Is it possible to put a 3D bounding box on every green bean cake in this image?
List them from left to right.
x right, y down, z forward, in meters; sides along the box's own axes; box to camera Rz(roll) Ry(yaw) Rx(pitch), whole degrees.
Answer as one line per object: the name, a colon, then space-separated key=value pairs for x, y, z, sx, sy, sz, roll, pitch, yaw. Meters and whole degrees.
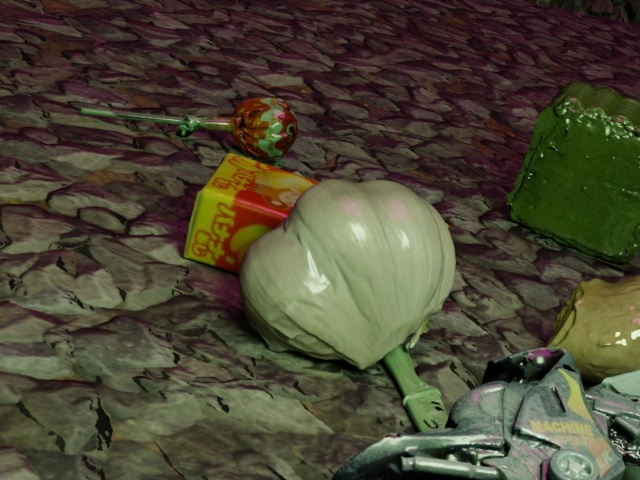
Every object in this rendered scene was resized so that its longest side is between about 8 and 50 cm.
green bean cake: x=0.374 y=-0.090 z=1.840 sx=0.200 sy=0.214 sz=0.113 roll=24 pitch=28 yaw=16

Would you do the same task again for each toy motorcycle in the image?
toy motorcycle: x=0.163 y=0.176 z=1.127 sx=0.307 sy=0.108 sz=0.173 roll=-21 pitch=47 yaw=-38

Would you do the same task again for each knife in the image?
knife: x=0.093 y=0.144 z=1.312 sx=0.043 sy=0.020 sz=0.293 roll=7 pitch=24 yaw=-16

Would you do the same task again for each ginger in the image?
ginger: x=0.358 y=0.097 z=1.475 sx=0.267 sy=0.138 sz=0.152 roll=2 pitch=21 yaw=-23

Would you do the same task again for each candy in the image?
candy: x=-0.170 y=-0.154 z=1.791 sx=0.288 sy=0.078 sz=0.084 roll=4 pitch=36 yaw=-13
candy: x=0.000 y=0.000 z=1.500 sx=0.276 sy=0.088 sz=0.146 roll=17 pitch=21 yaw=0

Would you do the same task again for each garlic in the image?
garlic: x=0.038 y=0.014 z=1.334 sx=0.229 sy=0.143 sz=0.178 roll=-22 pitch=59 yaw=-31

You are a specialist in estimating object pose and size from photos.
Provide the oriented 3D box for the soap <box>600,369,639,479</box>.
soap: x=0.382 y=0.185 z=1.332 sx=0.261 sy=0.094 sz=0.150 roll=-5 pitch=31 yaw=-45
